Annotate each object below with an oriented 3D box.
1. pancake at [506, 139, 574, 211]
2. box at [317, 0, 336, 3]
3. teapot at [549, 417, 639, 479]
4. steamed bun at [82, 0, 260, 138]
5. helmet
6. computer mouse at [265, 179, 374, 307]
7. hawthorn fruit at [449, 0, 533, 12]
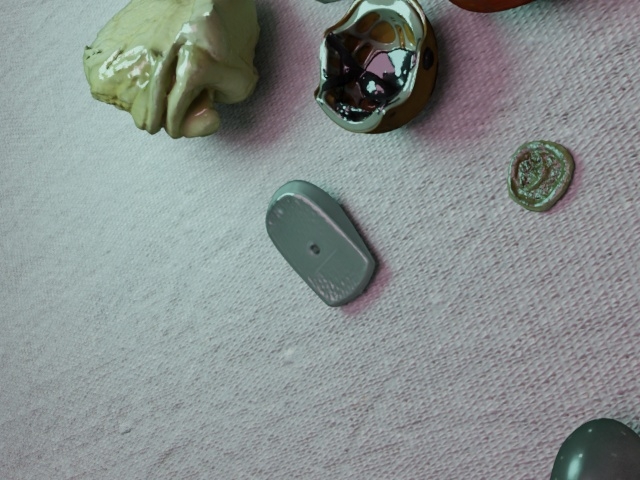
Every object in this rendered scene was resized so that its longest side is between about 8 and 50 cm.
[{"bbox_3d":[0.310,-0.092,1.301,0.108,0.017,0.108,-7,79,42],"label":"pancake"},{"bbox_3d":[0.058,-0.524,1.474,0.225,0.117,0.225,0,87,40],"label":"box"},{"bbox_3d":[0.409,0.321,1.101,0.250,0.183,0.184,8,92,30],"label":"teapot"},{"bbox_3d":[-0.249,-0.324,1.646,0.372,0.230,0.325,4,52,43],"label":"steamed bun"},{"bbox_3d":[0.100,-0.264,1.415,0.198,0.130,0.224,18,88,35],"label":"helmet"},{"bbox_3d":[0.000,0.000,1.519,0.231,0.079,0.128,52,122,12],"label":"computer mouse"},{"bbox_3d":[0.271,-0.439,1.214,0.307,0.276,0.276,7,91,22],"label":"hawthorn fruit"}]
